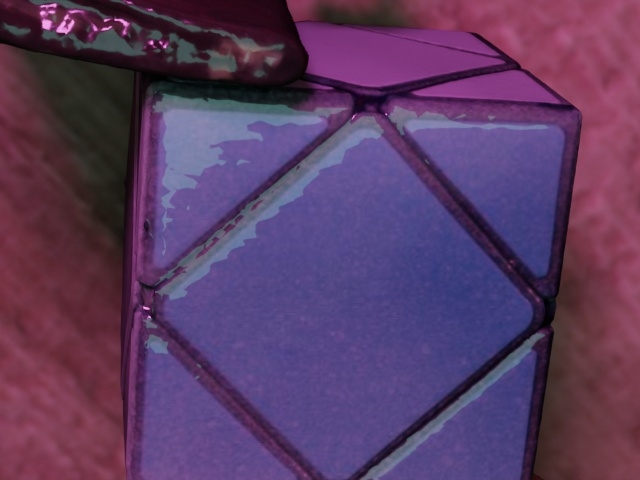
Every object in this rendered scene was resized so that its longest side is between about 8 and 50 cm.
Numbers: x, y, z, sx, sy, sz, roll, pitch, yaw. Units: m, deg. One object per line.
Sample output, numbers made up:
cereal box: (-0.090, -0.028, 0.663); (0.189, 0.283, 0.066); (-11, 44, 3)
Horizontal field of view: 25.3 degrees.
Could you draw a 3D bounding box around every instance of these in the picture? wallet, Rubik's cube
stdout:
wallet: (-0.099, -0.128, 0.676); (0.182, 0.229, 0.049); (13, 110, -12)
Rubik's cube: (0.000, 0.000, 0.745); (0.205, 0.207, 0.205); (2, 109, -8)

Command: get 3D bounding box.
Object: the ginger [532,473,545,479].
ginger: (0.031, 0.159, 0.823); (0.270, 0.219, 0.123); (23, 81, 21)
